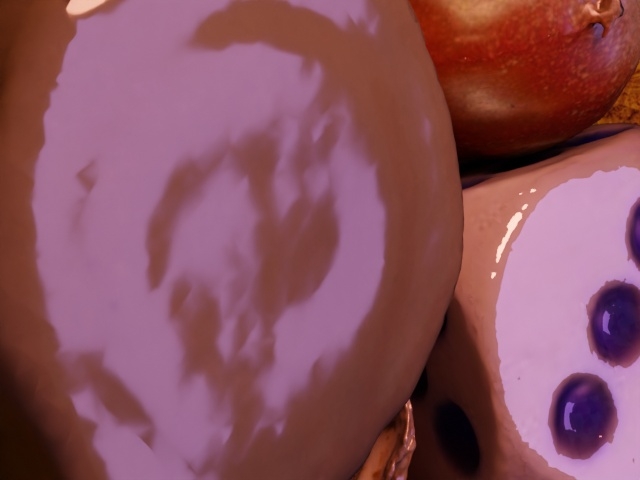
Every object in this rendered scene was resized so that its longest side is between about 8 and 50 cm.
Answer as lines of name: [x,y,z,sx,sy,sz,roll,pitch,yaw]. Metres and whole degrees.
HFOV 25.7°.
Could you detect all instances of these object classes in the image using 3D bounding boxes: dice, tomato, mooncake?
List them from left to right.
mooncake: [-0.059,-0.009,0.575,0.275,0.135,0.275,-2,93,-44]
tomato: [0.128,-0.203,1.042,0.303,0.239,0.303,2,90,-74]
dice: [0.164,0.057,1.104,0.259,0.243,0.251,-20,101,-27]

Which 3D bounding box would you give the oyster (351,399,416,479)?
oyster: [-0.014,0.121,0.890,0.110,0.166,0.341,58,24,-50]
